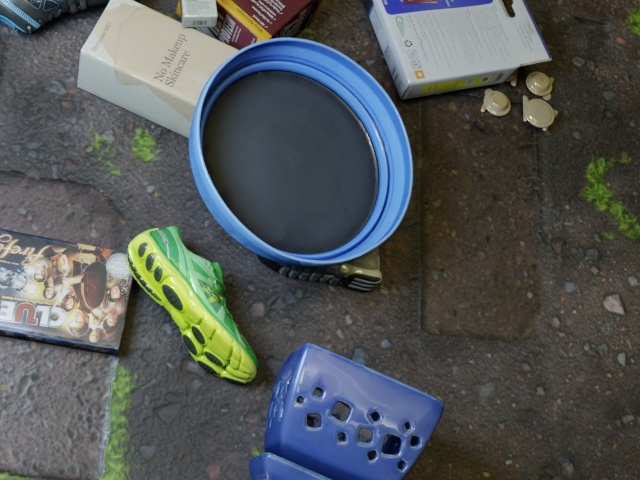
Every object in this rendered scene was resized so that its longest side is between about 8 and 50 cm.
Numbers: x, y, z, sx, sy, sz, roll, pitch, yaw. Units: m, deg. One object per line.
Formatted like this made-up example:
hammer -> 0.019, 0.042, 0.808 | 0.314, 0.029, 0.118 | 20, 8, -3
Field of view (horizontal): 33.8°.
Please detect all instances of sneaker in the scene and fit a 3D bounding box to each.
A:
sneaker -> -0.477, -0.421, 1.831 | 0.341, 0.125, 0.139 | 1, 91, -14
sneaker -> 0.000, 0.000, 1.806 | 0.229, 0.086, 0.132 | 17, 60, -20
sneaker -> -0.183, 0.096, 1.688 | 0.123, 0.109, 0.295 | -37, 93, -42

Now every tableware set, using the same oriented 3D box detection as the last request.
tableware set -> 0.388, -0.291, 2.057 | 0.169, 0.020, 0.141 | 19, 63, -6

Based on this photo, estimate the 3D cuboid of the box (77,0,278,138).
box -> -0.247, -0.281, 1.818 | 0.311, 0.121, 0.148 | 24, 64, -6

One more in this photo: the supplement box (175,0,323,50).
supplement box -> -0.123, -0.440, 1.912 | 0.191, 0.129, 0.194 | 42, 64, 3

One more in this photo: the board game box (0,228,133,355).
board game box -> -0.426, 0.080, 1.668 | 0.243, 0.042, 0.165 | 11, 67, -11

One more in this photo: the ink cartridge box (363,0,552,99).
ink cartridge box -> 0.250, -0.434, 2.044 | 0.307, 0.072, 0.303 | -10, 67, -21

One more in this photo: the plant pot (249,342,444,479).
plant pot -> 0.024, 0.308, 1.605 | 0.236, 0.236, 0.212 | 25, 71, -4

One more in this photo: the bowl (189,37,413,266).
bowl -> -0.032, -0.140, 1.733 | 0.391, 0.077, 0.391 | 9, 70, -25

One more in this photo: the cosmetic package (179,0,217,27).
cosmetic package -> -0.210, -0.421, 1.788 | 0.060, 0.041, 0.115 | -3, 75, -13
